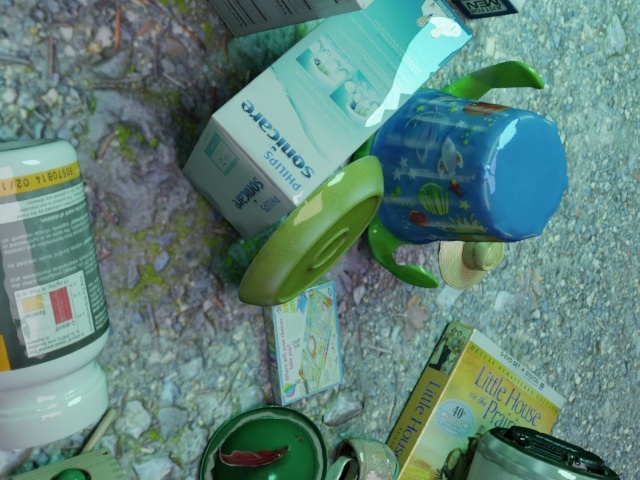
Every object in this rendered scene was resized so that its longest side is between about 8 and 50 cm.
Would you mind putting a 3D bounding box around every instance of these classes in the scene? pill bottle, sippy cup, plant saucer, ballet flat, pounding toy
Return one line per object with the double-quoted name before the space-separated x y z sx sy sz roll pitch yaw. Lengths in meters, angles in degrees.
"pill bottle" -0.298 0.047 0.698 0.162 0.162 0.278 -15 106 -32
"sippy cup" 0.200 -0.094 0.977 0.240 0.224 0.305 -6 102 -33
"plant saucer" 0.000 0.000 0.869 0.241 0.241 0.037 -41 77 -22
"ballet flat" 0.004 0.426 1.019 0.106 0.108 0.316 36 68 -29
"pounding toy" -0.276 0.290 0.809 0.130 0.100 0.141 -11 115 -32

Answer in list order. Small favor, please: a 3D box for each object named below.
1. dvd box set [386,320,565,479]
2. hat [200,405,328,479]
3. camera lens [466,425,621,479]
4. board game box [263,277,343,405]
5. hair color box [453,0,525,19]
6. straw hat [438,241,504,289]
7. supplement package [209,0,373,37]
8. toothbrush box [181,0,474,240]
"dvd box set" 0.225 0.383 1.180 0.308 0.062 0.420 38 77 -34
"hat" -0.051 0.307 0.883 0.209 0.183 0.172 1 89 -24
"camera lens" 0.316 0.437 1.080 0.219 0.219 0.274 20 88 -35
"board game box" -0.023 0.138 0.985 0.103 0.026 0.154 -13 106 -32
"hair color box" 0.174 -0.479 0.962 0.347 0.105 0.173 33 80 -35
"straw hat" 0.259 0.015 1.137 0.145 0.061 0.144 -7 102 -33
"supplement package" -0.022 -0.363 0.748 0.199 0.263 0.198 -48 120 -18
"toothbrush box" 0.000 -0.153 0.818 0.126 0.216 0.295 46 71 -7
